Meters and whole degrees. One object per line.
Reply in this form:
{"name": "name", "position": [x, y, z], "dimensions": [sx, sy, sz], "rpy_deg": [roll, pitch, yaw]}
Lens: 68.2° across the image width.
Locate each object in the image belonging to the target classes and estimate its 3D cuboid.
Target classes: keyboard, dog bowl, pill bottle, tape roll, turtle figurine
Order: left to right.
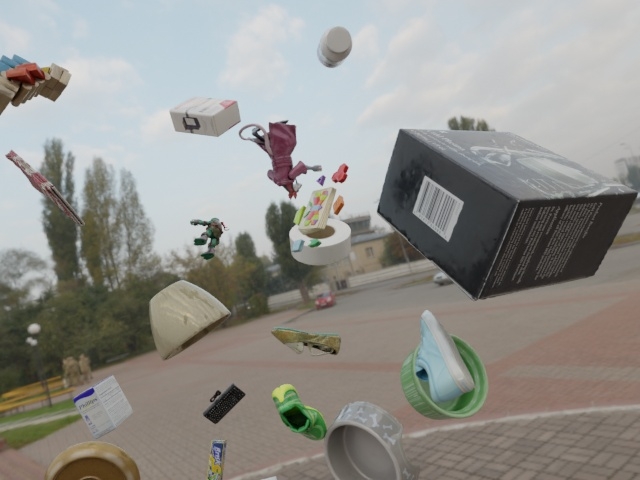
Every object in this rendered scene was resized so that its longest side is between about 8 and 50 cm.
{"name": "turtle figurine", "position": [-0.476, -0.035, 2.022], "dimensions": [0.118, 0.175, 0.234], "rpy_deg": [-30, 31, 19]}
{"name": "keyboard", "position": [-0.411, 0.677, 1.976], "dimensions": [0.180, 0.108, 0.023], "rpy_deg": [-45, 17, -2]}
{"name": "tape roll", "position": [0.000, 0.000, 2.178], "dimensions": [0.286, 0.100, 0.286], "rpy_deg": [-3, 29, 2]}
{"name": "pill bottle", "position": [0.048, -0.646, 1.576], "dimensions": [0.108, 0.108, 0.193], "rpy_deg": [-15, 11, -4]}
{"name": "dog bowl", "position": [0.159, 0.736, 1.613], "dimensions": [0.348, 0.349, 0.102], "rpy_deg": [-19, 0, 38]}

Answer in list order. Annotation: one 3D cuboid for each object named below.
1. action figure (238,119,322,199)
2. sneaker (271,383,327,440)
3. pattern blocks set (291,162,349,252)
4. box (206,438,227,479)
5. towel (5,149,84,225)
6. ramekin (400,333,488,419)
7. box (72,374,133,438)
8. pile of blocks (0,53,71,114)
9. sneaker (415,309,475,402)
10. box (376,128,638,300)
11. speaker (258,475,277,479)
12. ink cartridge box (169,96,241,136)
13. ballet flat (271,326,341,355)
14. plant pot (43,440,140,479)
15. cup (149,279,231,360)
{"name": "action figure", "position": [-0.171, -0.366, 2.167], "dimensions": [0.248, 0.370, 0.275], "rpy_deg": [-17, -3, 29]}
{"name": "sneaker", "position": [-0.072, 0.608, 1.595], "dimensions": [0.109, 0.295, 0.123], "rpy_deg": [-31, 34, 7]}
{"name": "pattern blocks set", "position": [-0.011, -0.113, 1.736], "dimensions": [0.026, 0.325, 0.285], "rpy_deg": [29, -33, -29]}
{"name": "box", "position": [-0.445, 0.948, 2.035], "dimensions": [0.059, 0.169, 0.054], "rpy_deg": [3, -14, 3]}
{"name": "towel", "position": [-1.074, -0.199, 1.847], "dimensions": [0.037, 0.329, 0.237], "rpy_deg": [-46, -29, -22]}
{"name": "ramekin", "position": [0.444, 0.509, 1.742], "dimensions": [0.303, 0.303, 0.148], "rpy_deg": [-12, -24, -28]}
{"name": "box", "position": [-0.640, 0.490, 1.401], "dimensions": [0.072, 0.137, 0.126], "rpy_deg": [-29, -1, 1]}
{"name": "pile of blocks", "position": [-0.723, -0.371, 1.067], "dimensions": [0.112, 0.149, 0.362], "rpy_deg": [-24, 17, 36]}
{"name": "sneaker", "position": [0.349, 0.356, 1.491], "dimensions": [0.150, 0.135, 0.366], "rpy_deg": [-35, 19, 12]}
{"name": "box", "position": [0.505, -0.106, 1.368], "dimensions": [0.471, 0.297, 0.480], "rpy_deg": [-4, 33, -29]}
{"name": "speaker", "position": [-0.211, 0.840, 1.595], "dimensions": [0.136, 0.055, 0.055], "rpy_deg": [-8, -6, -13]}
{"name": "ink cartridge box", "position": [-0.487, -0.527, 2.002], "dimensions": [0.237, 0.100, 0.172], "rpy_deg": [13, 40, 25]}
{"name": "ballet flat", "position": [-0.061, 0.477, 2.199], "dimensions": [0.348, 0.123, 0.123], "rpy_deg": [12, -16, -23]}
{"name": "plant pot", "position": [-0.587, 0.632, 1.211], "dimensions": [0.236, 0.236, 0.032], "rpy_deg": [-14, 10, -8]}
{"name": "cup", "position": [-0.578, 0.310, 1.983], "dimensions": [0.331, 0.237, 0.331], "rpy_deg": [-36, -6, -5]}
